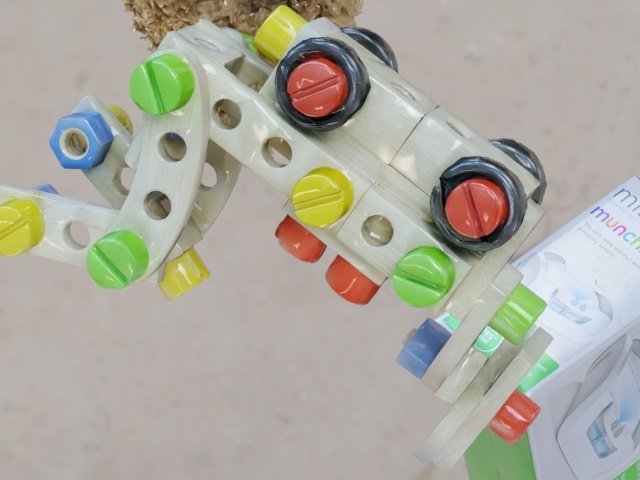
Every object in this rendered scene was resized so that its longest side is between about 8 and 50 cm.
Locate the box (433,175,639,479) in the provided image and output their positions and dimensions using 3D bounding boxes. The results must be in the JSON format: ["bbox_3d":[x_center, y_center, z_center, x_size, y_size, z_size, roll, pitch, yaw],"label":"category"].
[{"bbox_3d":[0.236,0.114,1.672,0.231,0.262,0.127,-34,51,-16],"label":"box"}]

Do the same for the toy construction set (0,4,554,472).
[{"bbox_3d":[0.000,0.000,1.041,0.215,0.327,0.151,-55,8,21],"label":"toy construction set"}]

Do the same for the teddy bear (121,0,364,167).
[{"bbox_3d":[-0.088,-0.206,1.155,0.113,0.338,0.245,-6,47,40],"label":"teddy bear"}]
